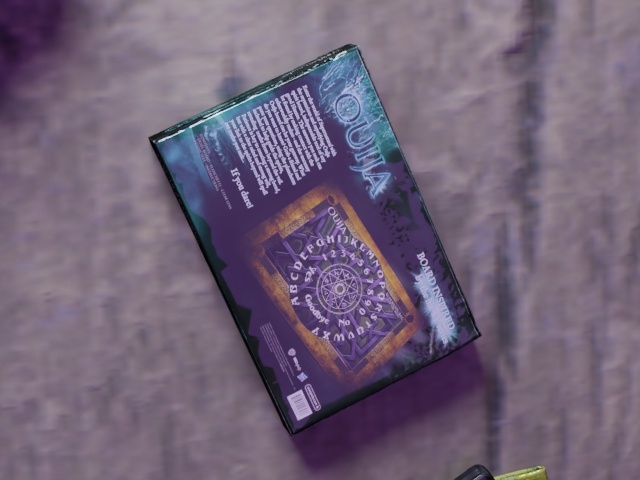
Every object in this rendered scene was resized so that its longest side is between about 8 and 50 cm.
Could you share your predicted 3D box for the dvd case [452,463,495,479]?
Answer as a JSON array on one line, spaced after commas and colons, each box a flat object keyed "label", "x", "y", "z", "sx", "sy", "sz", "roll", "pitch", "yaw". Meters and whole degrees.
[{"label": "dvd case", "x": 0.041, "y": 0.273, "z": 0.884, "sx": 0.253, "sy": 0.022, "sz": 0.180, "roll": -35, "pitch": 106, "yaw": -2}]

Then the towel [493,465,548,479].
[{"label": "towel", "x": 0.117, "y": 0.181, "z": 0.899, "sx": 0.060, "sy": 0.009, "sz": 0.083, "roll": -14, "pitch": 103, "yaw": -10}]

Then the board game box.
[{"label": "board game box", "x": 0.000, "y": 0.000, "z": 0.829, "sx": 0.126, "sy": 0.026, "sz": 0.186, "roll": -26, "pitch": 105, "yaw": -9}]
